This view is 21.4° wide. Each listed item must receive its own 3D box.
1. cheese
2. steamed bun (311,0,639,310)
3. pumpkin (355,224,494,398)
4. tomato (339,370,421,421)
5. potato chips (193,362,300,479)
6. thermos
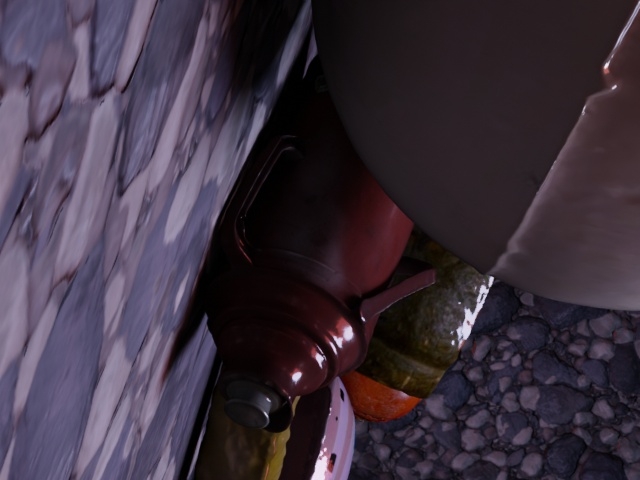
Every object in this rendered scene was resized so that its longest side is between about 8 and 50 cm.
[{"bbox_3d":[-0.025,0.132,1.233,0.286,0.074,0.189,-85,-159,-50],"label":"cheese"},{"bbox_3d":[0.151,-0.148,0.759,0.334,0.334,0.374,-66,179,-47],"label":"steamed bun"},{"bbox_3d":[0.031,-0.004,1.188,0.248,0.126,0.131,-114,-134,-71],"label":"pumpkin"},{"bbox_3d":[0.021,0.078,1.531,0.189,0.099,0.173,13,-79,56],"label":"tomato"},{"bbox_3d":[-0.069,0.195,1.106,0.080,0.057,0.407,-68,176,-62],"label":"potato chips"},{"bbox_3d":[-0.003,0.000,0.906,0.124,0.099,0.232,57,42,-35],"label":"thermos"}]
